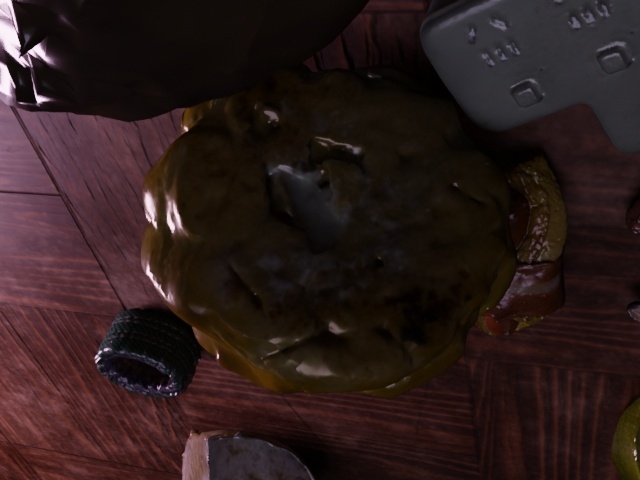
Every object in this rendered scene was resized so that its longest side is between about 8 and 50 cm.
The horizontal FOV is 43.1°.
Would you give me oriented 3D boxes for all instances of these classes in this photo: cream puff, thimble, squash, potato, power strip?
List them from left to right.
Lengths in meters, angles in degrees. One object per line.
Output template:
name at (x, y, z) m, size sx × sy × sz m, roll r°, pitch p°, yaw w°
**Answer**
thimble at (-0.248, 0.162, 1.173) m, size 0.135 × 0.090 × 0.118 m, roll 9°, pitch 139°, yaw 14°
potato at (-0.120, 0.389, 1.374) m, size 0.189 × 0.211 × 0.264 m, roll -6°, pitch -177°, yaw -21°
cream puff at (0.002, 0.001, 0.759) m, size 0.324 × 0.291 × 0.257 m, roll 3°, pitch 166°, yaw -6°
power strip at (0.232, -0.155, 0.637) m, size 0.265 × 0.059 × 0.193 m, roll -18°, pitch 126°, yaw 37°
squash at (0.426, 0.256, 1.040) m, size 0.093 × 0.169 × 0.252 m, roll 13°, pitch 173°, yaw 15°

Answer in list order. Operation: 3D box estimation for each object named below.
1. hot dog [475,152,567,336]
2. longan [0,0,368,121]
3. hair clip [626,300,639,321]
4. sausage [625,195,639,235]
hot dog at (0.189, 0.032, 0.835) m, size 0.123 × 0.093 × 0.261 m, roll 4°, pitch 137°, yaw 19°
longan at (-0.126, -0.260, 0.429) m, size 0.404 × 0.404 × 0.436 m, roll 24°, pitch 136°, yaw -3°
hair clip at (0.414, 0.120, 0.873) m, size 0.214 × 0.056 × 0.062 m, roll 43°, pitch 152°, yaw -12°
sausage at (0.330, -0.057, 0.723) m, size 0.036 × 0.042 × 0.158 m, roll 56°, pitch 141°, yaw 18°
